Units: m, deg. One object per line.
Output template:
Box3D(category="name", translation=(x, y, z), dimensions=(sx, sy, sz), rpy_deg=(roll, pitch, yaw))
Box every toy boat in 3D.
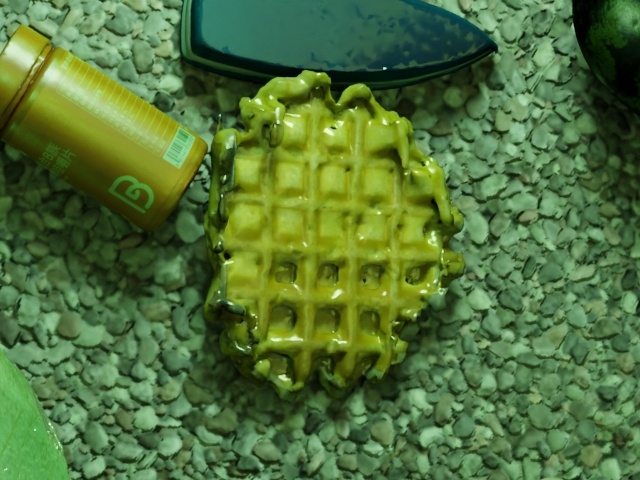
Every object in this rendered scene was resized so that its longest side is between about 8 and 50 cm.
Box3D(category="toy boat", translation=(0.025, -0.185, 1.572), dimensions=(0.299, 0.062, 0.096), rpy_deg=(2, 86, -15))

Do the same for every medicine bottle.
Box3D(category="medicine bottle", translation=(-0.198, -0.094, 1.492), dimensions=(0.192, 0.096, 0.096), rpy_deg=(33, 80, -12))

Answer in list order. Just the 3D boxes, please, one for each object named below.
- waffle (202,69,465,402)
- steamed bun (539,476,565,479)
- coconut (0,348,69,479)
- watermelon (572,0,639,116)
Box3D(category="waffle", translation=(0.001, 0.000, 1.542), dimensions=(0.262, 0.060, 0.280), rpy_deg=(-45, 110, -13))
Box3D(category="steamed bun", translation=(0.306, 0.427, 1.449), dimensions=(0.455, 0.290, 0.371), rpy_deg=(24, 82, 14))
Box3D(category="coconut", translation=(-0.347, 0.178, 1.348), dimensions=(0.328, 0.328, 0.281), rpy_deg=(28, 107, -12))
Box3D(category="watermelon", translation=(0.361, -0.215, 1.571), dimensions=(0.269, 0.269, 0.269), rpy_deg=(1, 87, -15))
